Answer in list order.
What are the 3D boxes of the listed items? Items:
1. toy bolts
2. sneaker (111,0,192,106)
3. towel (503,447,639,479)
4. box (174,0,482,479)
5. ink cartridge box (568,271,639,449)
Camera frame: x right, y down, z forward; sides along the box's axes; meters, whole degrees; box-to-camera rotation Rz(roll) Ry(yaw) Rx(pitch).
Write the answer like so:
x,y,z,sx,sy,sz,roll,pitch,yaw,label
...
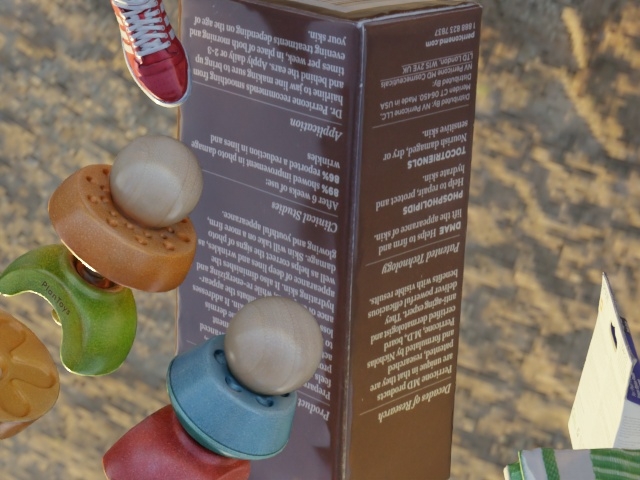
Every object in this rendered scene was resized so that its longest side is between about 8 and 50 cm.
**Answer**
x,y,z,sx,sy,sz,roll,pitch,yaw,label
-0.113,0.053,0.985,0.228,0.218,0.158,44,118,12,toy bolts
-0.117,-0.149,1.070,0.042,0.118,0.067,-20,172,-6,sneaker
0.278,0.242,1.001,0.324,0.248,0.038,3,150,-26,towel
0.000,0.000,1.201,0.191,0.143,0.381,21,114,41,box
0.343,0.183,1.871,0.045,0.223,0.224,7,116,-2,ink cartridge box
